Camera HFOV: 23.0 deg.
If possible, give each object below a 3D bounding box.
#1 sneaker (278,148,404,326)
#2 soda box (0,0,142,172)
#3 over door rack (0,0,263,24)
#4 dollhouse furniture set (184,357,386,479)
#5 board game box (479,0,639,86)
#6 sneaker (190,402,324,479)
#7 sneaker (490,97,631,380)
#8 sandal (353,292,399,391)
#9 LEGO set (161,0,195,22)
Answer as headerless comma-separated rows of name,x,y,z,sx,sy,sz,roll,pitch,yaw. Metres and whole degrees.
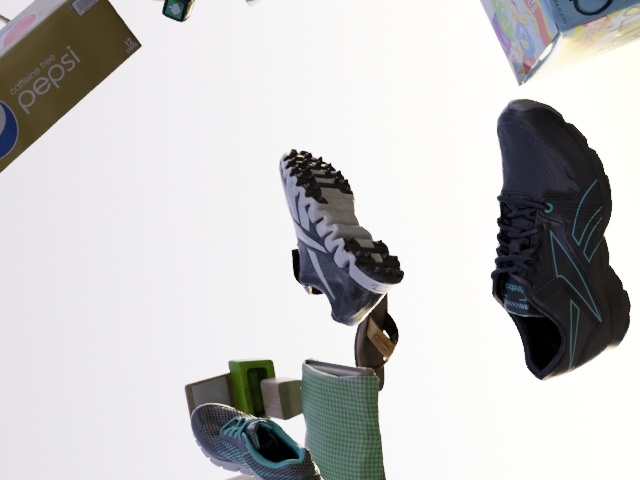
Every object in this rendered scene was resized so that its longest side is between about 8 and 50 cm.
sneaker,0.000,0.000,1.652,0.078,0.106,0.234,7,-144,-37
soda box,-0.205,-0.091,1.009,0.058,0.181,0.061,55,159,-25
over door rack,-0.215,-0.267,1.366,0.324,0.239,0.108,45,-155,-66
dollhouse furniture set,-0.054,0.262,2.013,0.301,0.151,0.197,2,103,59
board game box,0.273,-0.256,1.305,0.142,0.275,0.144,117,131,-76
sneaker,-0.059,0.188,1.471,0.065,0.166,0.076,-42,-38,-29
sneaker,0.202,0.004,1.389,0.106,0.101,0.267,-34,-64,-28
sandal,0.082,0.121,2.125,0.072,0.049,0.180,-7,-78,-62
LEGO set,-0.064,-0.298,1.327,0.182,0.060,0.244,105,-171,-61
